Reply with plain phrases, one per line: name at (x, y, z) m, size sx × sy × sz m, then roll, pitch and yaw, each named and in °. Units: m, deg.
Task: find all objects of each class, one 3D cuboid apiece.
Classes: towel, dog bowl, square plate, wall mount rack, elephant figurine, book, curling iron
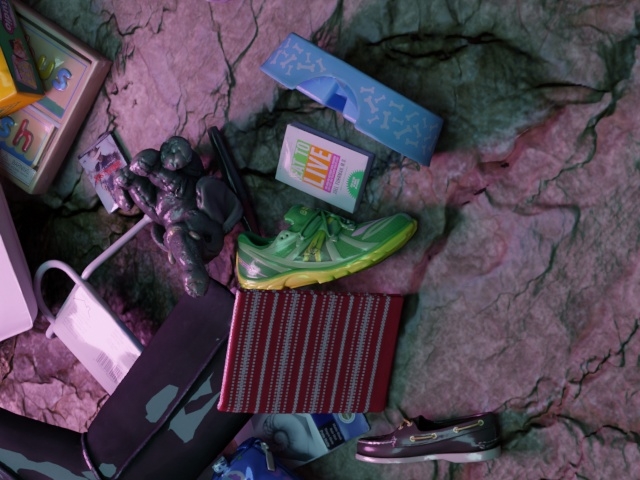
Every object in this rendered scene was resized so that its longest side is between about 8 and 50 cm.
towel at (-0.010, 0.167, 1.719) m, size 0.031 × 0.275 × 0.199 m, roll -141°, pitch 58°, yaw -64°
dog bowl at (0.051, -0.211, 1.671) m, size 0.297 × 0.166 × 0.074 m, roll 34°, pitch 99°, yaw 20°
square plate at (-0.608, 0.015, 2.044) m, size 0.344 × 0.049 × 0.347 m, roll -23°, pitch 85°, yaw 54°
wall mount rack at (-0.312, 0.125, 1.929) m, size 0.350 × 0.130 × 0.304 m, roll 46°, pitch 118°, yaw 15°
elephant figurine at (-0.207, -0.029, 1.789) m, size 0.239 × 0.186 × 0.169 m, roll 54°, pitch 153°, yaw 5°
book at (0.006, -0.114, 1.778) m, size 0.144 × 0.035 × 0.096 m, roll 24°, pitch 111°, yaw 21°
curling iron at (-0.114, -0.062, 1.845) m, size 0.068 × 0.035 × 0.274 m, roll -30°, pitch 82°, yaw 18°

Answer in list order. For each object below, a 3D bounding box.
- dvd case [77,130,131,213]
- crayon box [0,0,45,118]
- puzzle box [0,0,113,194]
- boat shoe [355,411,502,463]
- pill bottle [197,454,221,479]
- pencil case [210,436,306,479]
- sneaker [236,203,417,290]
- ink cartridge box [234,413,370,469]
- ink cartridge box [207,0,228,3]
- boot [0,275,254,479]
dvd case at (-0.363, -0.117, 1.979) m, size 0.087 × 0.013 × 0.119 m, roll -33°, pitch 81°, yaw 27°
crayon box at (-0.676, -0.353, 1.952) m, size 0.313 × 0.106 × 0.363 m, roll -22°, pitch 86°, yaw 19°
puzzle box at (-0.586, -0.299, 2.010) m, size 0.409 × 0.052 × 0.272 m, roll 33°, pitch 103°, yaw 14°
boat shoe at (0.159, 0.297, 1.729) m, size 0.228 × 0.081 × 0.068 m, roll -7°, pitch 91°, yaw 21°
pill bottle at (-0.319, 0.439, 1.939) m, size 0.323 × 0.181 × 0.181 m, roll -6°, pitch 94°, yaw 28°
pencil case at (-0.036, 0.430, 1.792) m, size 0.306 × 0.119 × 0.133 m, roll 38°, pitch 118°, yaw 4°
sneaker at (0.000, 0.000, 1.732) m, size 0.296 × 0.109 × 0.123 m, roll -14°, pitch 94°, yaw 17°
ink cartridge box at (-0.062, 0.257, 1.855) m, size 0.224 × 0.045 × 0.223 m, roll -31°, pitch 83°, yaw 28°
ink cartridge box at (-0.151, -0.555, 1.778) m, size 0.165 × 0.065 × 0.332 m, roll -20°, pitch 87°, yaw 29°
boot at (-0.303, 0.229, 1.772) m, size 0.367 × 0.146 × 0.445 m, roll 39°, pitch 89°, yaw 3°
